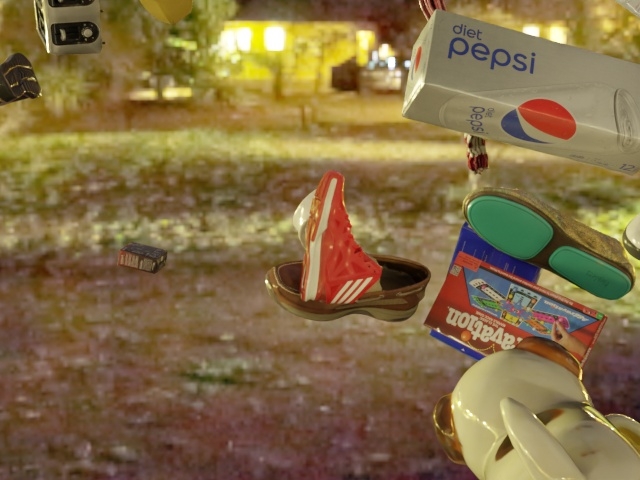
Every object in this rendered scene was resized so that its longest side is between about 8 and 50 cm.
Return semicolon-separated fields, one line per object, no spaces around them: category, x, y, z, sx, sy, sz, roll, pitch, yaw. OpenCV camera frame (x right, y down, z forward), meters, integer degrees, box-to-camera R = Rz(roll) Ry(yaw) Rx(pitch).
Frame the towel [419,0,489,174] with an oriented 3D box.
towel;0.205;-0.246;1.619;0.037;0.237;0.329;-17;-14;8

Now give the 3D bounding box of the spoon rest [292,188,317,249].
spoon rest;0.000;0.000;2.016;0.084;0.137;0.276;-19;-33;-4

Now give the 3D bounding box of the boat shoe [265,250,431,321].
boat shoe;0.055;0.065;1.847;0.324;0.116;0.123;3;49;-35

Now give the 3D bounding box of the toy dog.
toy dog;0.294;0.307;1.385;0.395;0.284;0.408;39;10;-23

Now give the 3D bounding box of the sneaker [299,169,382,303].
sneaker;0.043;0.000;1.742;0.128;0.221;0.087;10;10;-10

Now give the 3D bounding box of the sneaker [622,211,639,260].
sneaker;0.474;-0.077;1.212;0.270;0.145;0.090;-20;48;-7

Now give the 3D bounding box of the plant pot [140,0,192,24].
plant pot;-0.293;-0.462;2.012;0.081;0.083;0.081;-43;43;-23

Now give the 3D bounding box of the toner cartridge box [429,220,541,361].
toner cartridge box;0.334;0.102;2.098;0.165;0.347;0.075;29;51;17

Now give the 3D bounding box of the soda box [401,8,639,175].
soda box;0.242;-0.161;1.170;0.286;0.098;0.091;14;-20;-8

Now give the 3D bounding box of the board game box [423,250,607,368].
board game box;0.316;0.133;1.737;0.281;0.145;0.027;25;-1;36

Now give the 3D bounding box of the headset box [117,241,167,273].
headset box;-0.337;0.031;1.972;0.083;0.032;0.062;12;17;7

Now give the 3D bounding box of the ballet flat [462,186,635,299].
ballet flat;0.396;-0.012;1.830;0.349;0.123;0.123;28;5;-12

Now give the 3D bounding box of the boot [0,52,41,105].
boot;-0.526;-0.233;1.648;0.137;0.076;0.198;-23;7;6

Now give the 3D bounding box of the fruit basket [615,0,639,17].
fruit basket;0.565;-0.651;1.998;0.353;0.327;0.165;35;7;-2

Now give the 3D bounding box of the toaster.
toaster;-0.494;-0.468;2.043;0.110;0.168;0.185;-10;34;-21
